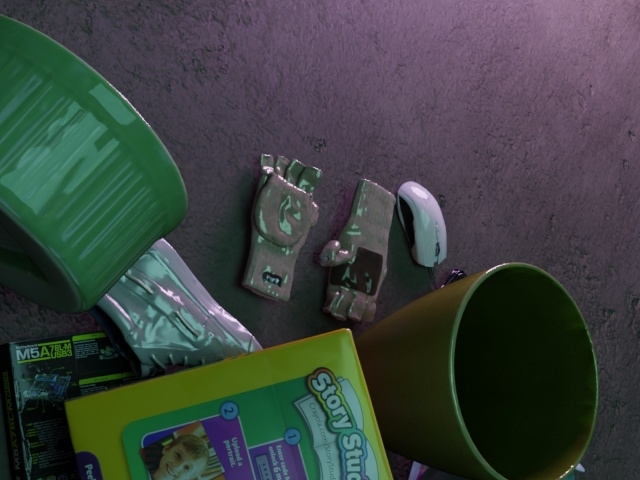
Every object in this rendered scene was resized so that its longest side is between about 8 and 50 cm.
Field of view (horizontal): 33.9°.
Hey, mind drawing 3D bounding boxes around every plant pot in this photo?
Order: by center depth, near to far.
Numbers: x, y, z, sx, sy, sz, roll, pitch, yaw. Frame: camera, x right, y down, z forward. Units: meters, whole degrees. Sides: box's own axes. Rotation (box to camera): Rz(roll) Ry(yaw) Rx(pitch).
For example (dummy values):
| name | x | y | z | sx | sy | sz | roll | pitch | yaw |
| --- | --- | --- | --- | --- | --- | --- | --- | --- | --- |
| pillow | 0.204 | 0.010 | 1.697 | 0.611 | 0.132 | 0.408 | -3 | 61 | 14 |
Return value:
| name | x | y | z | sx | sy | sz | roll | pitch | yaw |
| --- | --- | --- | --- | --- | --- | --- | --- | --- | --- |
| plant pot | 0.157 | 0.183 | 1.367 | 0.275 | 0.294 | 0.274 | 9 | 75 | -39 |

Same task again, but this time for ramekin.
| name | x | y | z | sx | sy | sz | roll | pitch | yaw |
| --- | --- | --- | --- | --- | --- | --- | --- | --- | --- |
| ramekin | -0.297 | -0.063 | 1.045 | 0.303 | 0.303 | 0.148 | 47 | 63 | -23 |

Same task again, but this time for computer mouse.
| name | x | y | z | sx | sy | sz | roll | pitch | yaw |
| --- | --- | --- | --- | --- | --- | --- | --- | --- | --- |
| computer mouse | 0.165 | 0.002 | 1.576 | 0.106 | 0.042 | 0.193 | -21 | 95 | -39 |

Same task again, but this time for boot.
| name | x | y | z | sx | sy | sz | roll | pitch | yaw |
| --- | --- | --- | --- | --- | --- | --- | --- | --- | --- |
| boot | -0.165 | 0.120 | 1.204 | 0.258 | 0.095 | 0.123 | 49 | 59 | -12 |

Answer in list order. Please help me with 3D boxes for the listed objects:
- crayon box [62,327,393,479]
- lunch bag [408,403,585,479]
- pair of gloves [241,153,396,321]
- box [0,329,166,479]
| name | x | y | z | sx | sy | sz | roll | pitch | yaw |
| --- | --- | --- | --- | --- | --- | --- | --- | --- | --- |
| crayon box | -0.074 | 0.307 | 1.101 | 0.313 | 0.106 | 0.362 | -13 | 79 | -14 |
| lunch bag | 0.260 | 0.324 | 1.519 | 0.223 | 0.160 | 0.262 | 41 | 46 | -22 |
| pair of gloves | 0.000 | 0.000 | 1.441 | 0.240 | 0.042 | 0.204 | 17 | 74 | -34 |
| box | -0.259 | 0.194 | 1.183 | 0.191 | 0.045 | 0.184 | -6 | 82 | -41 |
